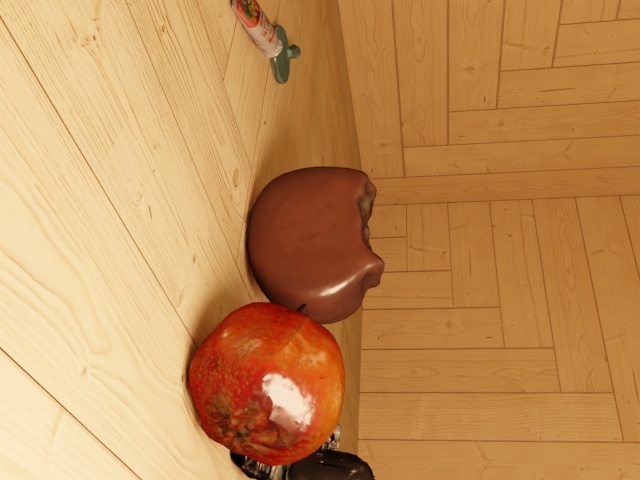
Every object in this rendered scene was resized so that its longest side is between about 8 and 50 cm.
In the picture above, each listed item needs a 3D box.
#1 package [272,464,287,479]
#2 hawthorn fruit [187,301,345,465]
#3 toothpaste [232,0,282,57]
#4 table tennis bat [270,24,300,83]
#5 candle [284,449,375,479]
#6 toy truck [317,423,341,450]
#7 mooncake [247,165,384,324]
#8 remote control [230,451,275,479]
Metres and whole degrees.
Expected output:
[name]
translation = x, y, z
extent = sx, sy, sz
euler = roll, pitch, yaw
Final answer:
[package]
translation = -0.092, 0.493, 1.648
extent = 0.166, 0.040, 0.231
euler = 48, 42, -77
[hawthorn fruit]
translation = -0.068, 0.201, 1.129
extent = 0.300, 0.254, 0.254
euler = -62, 152, -43
[toothpaste]
translation = -0.145, -0.475, 1.498
extent = 0.234, 0.057, 0.089
euler = 43, 46, -67
[table tennis bat]
translation = -0.096, -0.496, 1.849
extent = 0.237, 0.038, 0.149
euler = -57, 143, -67
[candle]
translation = 0.015, 0.689, 1.669
extent = 0.221, 0.222, 0.342
euler = -58, 153, -74
[toy truck]
translation = -0.009, 0.614, 1.889
extent = 0.155, 0.125, 0.267
euler = 85, 8, -70
[mooncake]
translation = 0.000, 0.000, 1.487
extent = 0.326, 0.334, 0.174
euler = 47, -15, 28
[remote control]
translation = -0.128, 0.430, 1.390
extent = 0.266, 0.066, 0.090
euler = 78, 26, -67
